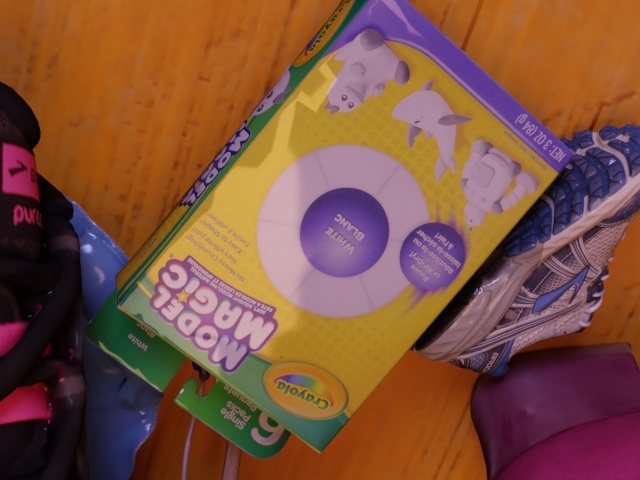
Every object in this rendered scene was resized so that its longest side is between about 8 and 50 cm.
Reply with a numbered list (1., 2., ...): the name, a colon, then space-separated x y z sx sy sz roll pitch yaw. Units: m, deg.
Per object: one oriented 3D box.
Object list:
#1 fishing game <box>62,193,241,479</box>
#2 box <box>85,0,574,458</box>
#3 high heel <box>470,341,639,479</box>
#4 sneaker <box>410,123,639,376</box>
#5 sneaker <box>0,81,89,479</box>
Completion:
1. fishing game: -0.158 0.050 0.478 0.264 0.041 0.189 4 110 1
2. box: 0.000 0.000 0.426 0.105 0.043 0.179 38 96 -17
3. high heel: 0.247 0.096 0.419 0.377 0.181 0.127 -13 115 6
4. sneaker: 0.098 0.008 0.456 0.058 0.052 0.135 32 120 -25
5. sneaker: -0.154 0.048 0.342 0.202 0.185 0.483 -38 88 5
